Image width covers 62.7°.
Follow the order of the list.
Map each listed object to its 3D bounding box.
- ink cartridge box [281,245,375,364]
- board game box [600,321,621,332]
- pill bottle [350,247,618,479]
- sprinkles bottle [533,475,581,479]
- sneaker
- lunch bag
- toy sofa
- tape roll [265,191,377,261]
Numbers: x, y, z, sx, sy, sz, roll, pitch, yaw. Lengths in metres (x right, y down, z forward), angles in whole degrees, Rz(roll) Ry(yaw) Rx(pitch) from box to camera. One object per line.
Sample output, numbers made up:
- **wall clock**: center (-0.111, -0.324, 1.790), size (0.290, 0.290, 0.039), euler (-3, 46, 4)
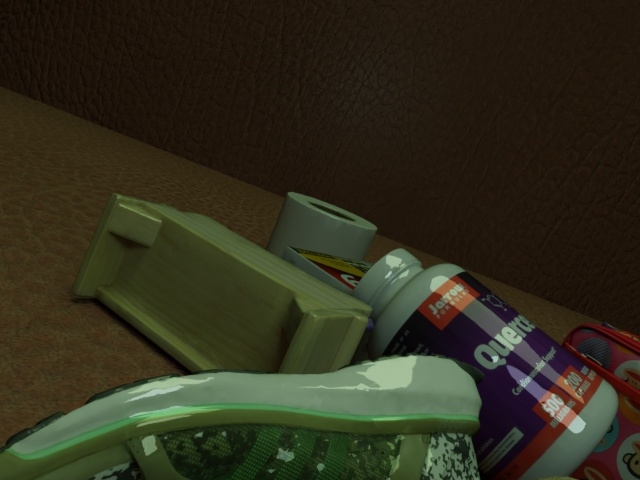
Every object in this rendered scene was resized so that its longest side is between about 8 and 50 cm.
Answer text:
- **ink cartridge box**: center (0.069, 0.112, 0.982), size (0.310, 0.130, 0.272), euler (13, 12, -41)
- **board game box**: center (0.710, 0.318, 1.081), size (0.347, 0.056, 0.208), euler (37, -10, 27)
- **pill bottle**: center (0.189, 0.155, 0.681), size (0.323, 0.181, 0.182), euler (41, 17, 24)
- **sprinkles bottle**: center (0.185, 0.285, 0.310), size (0.121, 0.121, 0.355), euler (23, 10, 8)
- **sneaker**: center (-0.034, 0.185, 0.329), size (0.411, 0.158, 0.182), euler (-1, 56, -26)
- **lunch bag**: center (0.418, 0.239, 0.667), size (0.120, 0.258, 0.293), euler (22, 8, -20)
- **toy sofa**: center (-0.124, 0.081, 0.672), size (0.363, 0.150, 0.177), euler (27, 6, 28)
- **tape roll**: center (0.000, 0.000, 1.323), size (0.246, 0.169, 0.246), euler (20, 10, -4)
